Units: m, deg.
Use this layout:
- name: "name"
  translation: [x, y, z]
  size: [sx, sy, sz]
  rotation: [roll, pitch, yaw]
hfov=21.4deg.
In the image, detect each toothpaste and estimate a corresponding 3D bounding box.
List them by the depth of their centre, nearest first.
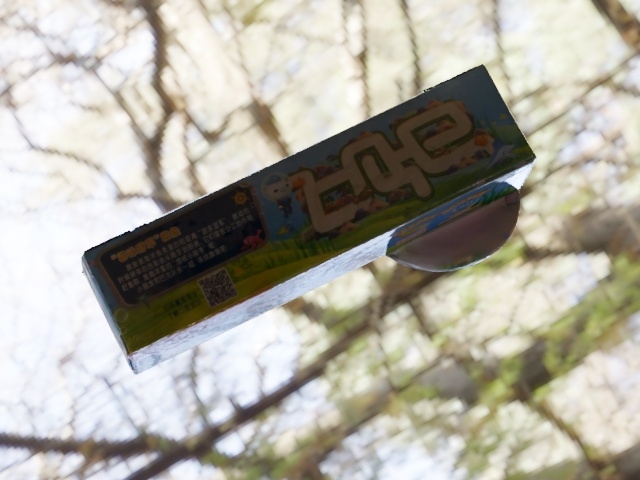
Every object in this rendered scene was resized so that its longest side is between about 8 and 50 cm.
- name: "toothpaste"
  translation: [0.000, 0.000, 0.722]
  size: [0.070, 0.193, 0.044]
  rotation: [62, 170, 12]
